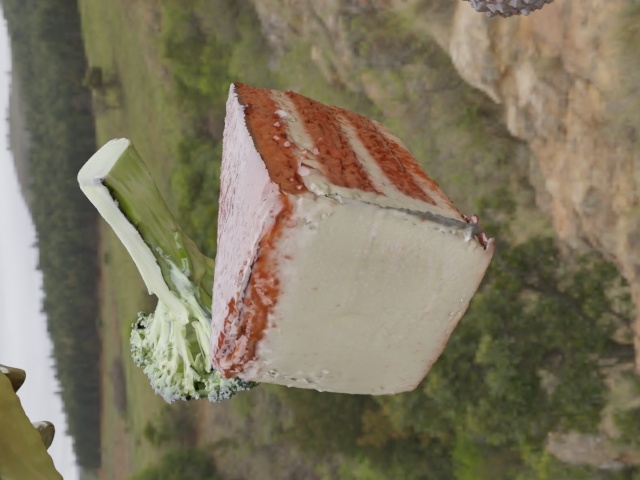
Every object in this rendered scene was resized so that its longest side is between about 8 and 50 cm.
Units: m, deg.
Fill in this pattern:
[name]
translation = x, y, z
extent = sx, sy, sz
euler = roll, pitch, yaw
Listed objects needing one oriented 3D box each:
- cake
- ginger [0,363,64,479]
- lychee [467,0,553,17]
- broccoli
[cake]
translation = 0.000, 0.000, 0.741
extent = 0.262, 0.158, 0.159
euler = -114, 39, -64
[ginger]
translation = -0.323, 0.224, 0.817
extent = 0.413, 0.211, 0.358
euler = 142, 140, -63
[lychee]
translation = 0.189, -0.294, 0.990
extent = 0.197, 0.165, 0.165
euler = 53, -158, -54
[broccoli]
translation = -0.197, 0.040, 1.342
extent = 0.361, 0.221, 0.252
euler = 57, 172, -6
